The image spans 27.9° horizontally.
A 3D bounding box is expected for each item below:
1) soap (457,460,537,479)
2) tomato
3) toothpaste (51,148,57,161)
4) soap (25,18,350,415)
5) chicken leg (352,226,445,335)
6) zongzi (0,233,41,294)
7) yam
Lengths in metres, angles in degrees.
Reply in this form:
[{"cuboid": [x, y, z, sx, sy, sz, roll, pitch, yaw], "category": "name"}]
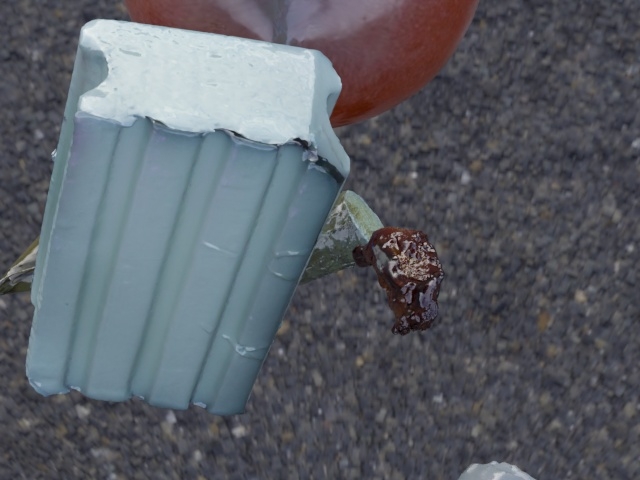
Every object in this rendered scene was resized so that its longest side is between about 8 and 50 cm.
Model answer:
[{"cuboid": [0.126, 0.292, 0.687, 0.258, 0.159, 0.302, 12, 52, 50], "category": "soap"}, {"cuboid": [-0.019, -0.244, 1.051, 0.322, 0.321, 0.321, -1, 65, 1], "category": "tomato"}, {"cuboid": [-0.224, -0.117, 1.337, 0.034, 0.046, 0.164, -4, 35, 22], "category": "toothpaste"}, {"cuboid": [-0.086, -0.002, 0.754, 0.150, 0.261, 0.094, 10, 49, -14], "category": "soap"}, {"cuboid": [0.073, 0.030, 1.250, 0.053, 0.093, 0.205, 9, 26, -12], "category": "chicken leg"}, {"cuboid": [-0.242, -0.075, 1.475, 0.289, 0.260, 0.123, -8, 27, -35], "category": "zongzi"}, {"cuboid": [0.000, 0.000, 1.738, 0.183, 0.107, 0.107, -22, 61, 30], "category": "yam"}]
